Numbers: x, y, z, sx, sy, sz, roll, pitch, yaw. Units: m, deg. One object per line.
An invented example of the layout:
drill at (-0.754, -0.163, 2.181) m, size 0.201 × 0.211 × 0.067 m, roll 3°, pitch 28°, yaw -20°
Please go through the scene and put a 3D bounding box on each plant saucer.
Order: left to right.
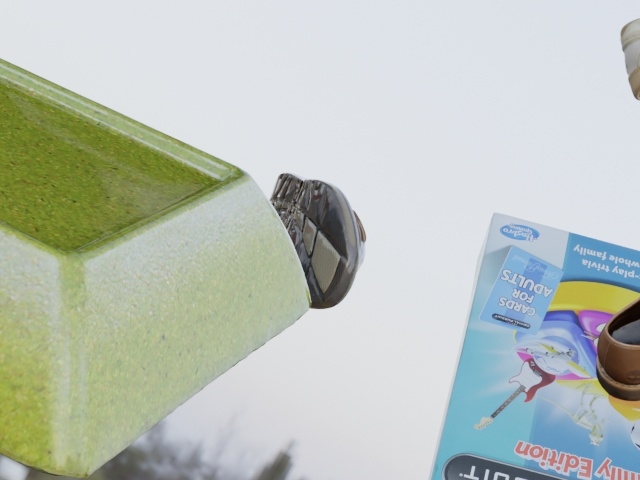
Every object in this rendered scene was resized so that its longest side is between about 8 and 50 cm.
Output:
plant saucer at (-0.107, -0.015, 0.521) m, size 0.188 × 0.045 × 0.188 m, roll 25°, pitch 19°, yaw 12°

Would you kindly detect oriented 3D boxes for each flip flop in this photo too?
flip flop at (0.000, 0.000, 1.639) m, size 0.080 × 0.112 × 0.277 m, roll 23°, pitch 4°, yaw -15°

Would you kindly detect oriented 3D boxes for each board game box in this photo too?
board game box at (0.235, 0.151, 1.463) m, size 0.254 × 0.336 × 0.079 m, roll 15°, pitch -39°, yaw 3°

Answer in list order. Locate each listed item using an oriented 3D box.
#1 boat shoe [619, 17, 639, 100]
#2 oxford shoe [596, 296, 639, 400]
boat shoe at (0.280, -0.128, 1.127) m, size 0.170 × 0.059 × 0.063 m, roll -11°, pitch -18°, yaw 38°
oxford shoe at (0.302, 0.046, 1.264) m, size 0.076 × 0.212 × 0.076 m, roll 57°, pitch -10°, yaw 37°
